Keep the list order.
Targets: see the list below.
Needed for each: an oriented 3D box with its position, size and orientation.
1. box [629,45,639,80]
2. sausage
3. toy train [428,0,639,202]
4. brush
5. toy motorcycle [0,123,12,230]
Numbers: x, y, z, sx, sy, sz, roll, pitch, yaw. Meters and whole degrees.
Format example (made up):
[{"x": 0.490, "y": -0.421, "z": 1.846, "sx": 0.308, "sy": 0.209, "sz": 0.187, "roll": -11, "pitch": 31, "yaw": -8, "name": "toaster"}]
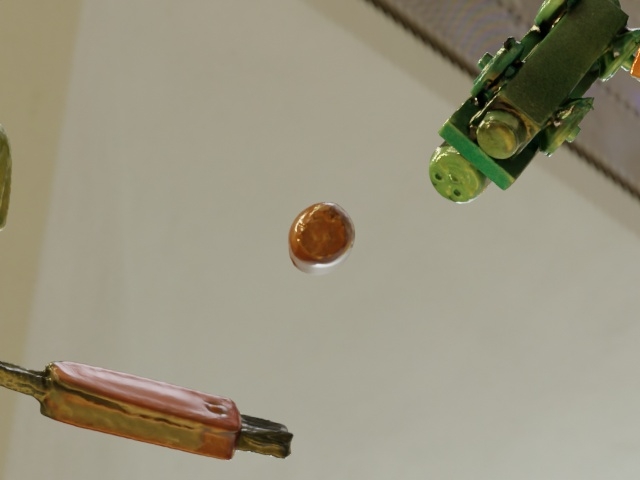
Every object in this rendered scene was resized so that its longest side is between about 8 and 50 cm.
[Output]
[{"x": 0.408, "y": -0.275, "z": 1.757, "sx": 0.273, "sy": 0.048, "sz": 0.265, "roll": -70, "pitch": -19, "yaw": 4, "name": "box"}, {"x": 0.000, "y": 0.000, "z": 1.894, "sx": 0.197, "sy": 0.076, "sz": 0.076, "roll": 97, "pitch": 152, "yaw": -83, "name": "sausage"}, {"x": 0.213, "y": -0.147, "z": 1.729, "sx": 0.120, "sy": 0.194, "sz": 0.298, "roll": 42, "pitch": -135, "yaw": 1, "name": "toy train"}, {"x": -0.181, "y": 0.161, "z": 1.616, "sx": 0.323, "sy": 0.051, "sz": 0.070, "roll": 17, "pitch": -161, "yaw": -14, "name": "brush"}, {"x": -0.410, "y": 0.005, "z": 1.416, "sx": 0.169, "sy": 0.410, "sz": 0.237, "roll": 49, "pitch": -172, "yaw": 19, "name": "toy motorcycle"}]
